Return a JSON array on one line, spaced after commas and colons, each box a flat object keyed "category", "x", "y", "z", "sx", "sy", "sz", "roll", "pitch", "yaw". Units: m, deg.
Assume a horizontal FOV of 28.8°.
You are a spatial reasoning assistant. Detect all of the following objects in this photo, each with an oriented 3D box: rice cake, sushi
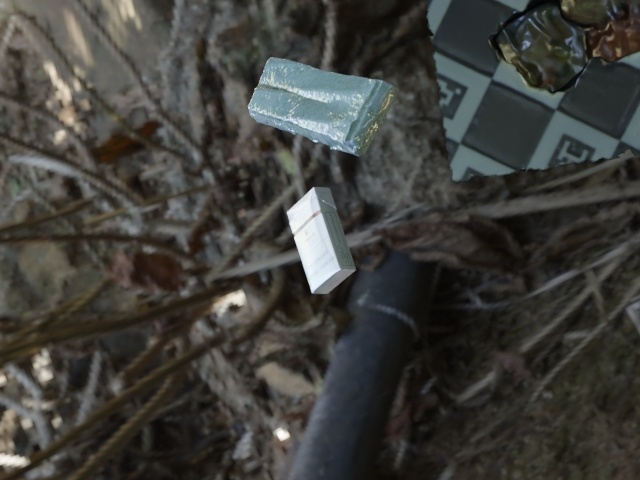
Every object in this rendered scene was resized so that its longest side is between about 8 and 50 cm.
[{"category": "rice cake", "x": -0.004, "y": -0.151, "z": 1.372, "sx": 0.226, "sy": 0.040, "sz": 0.085, "roll": 23, "pitch": 81, "yaw": 52}, {"category": "sushi", "x": 0.185, "y": -0.164, "z": 0.832, "sx": 0.047, "sy": 0.231, "sz": 0.220, "roll": -37, "pitch": -62, "yaw": -82}]

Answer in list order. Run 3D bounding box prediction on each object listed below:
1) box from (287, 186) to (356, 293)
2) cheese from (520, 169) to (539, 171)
[{"category": "box", "x": 0.000, "y": 0.000, "z": 2.015, "sx": 0.084, "sy": 0.040, "sz": 0.154, "roll": -43, "pitch": 55, "yaw": 44}, {"category": "cheese", "x": 0.249, "y": -0.131, "z": 1.620, "sx": 0.086, "sy": 0.162, "sz": 0.036, "roll": -14, "pitch": 65, "yaw": 43}]
